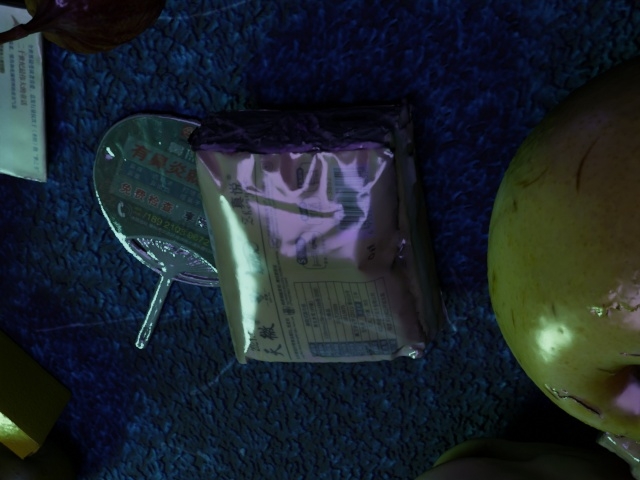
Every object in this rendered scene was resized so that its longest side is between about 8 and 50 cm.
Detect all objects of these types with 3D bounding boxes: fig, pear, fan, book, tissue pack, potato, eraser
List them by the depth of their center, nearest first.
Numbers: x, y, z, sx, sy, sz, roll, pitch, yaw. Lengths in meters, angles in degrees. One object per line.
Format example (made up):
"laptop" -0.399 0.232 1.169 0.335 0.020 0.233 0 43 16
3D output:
"pear" 0.310 0.008 1.399 0.348 0.348 0.348 8 125 12
"fig" -0.227 -0.222 1.486 0.134 0.201 0.146 16 121 19
"tissue pack" 0.000 0.000 1.604 0.215 0.123 0.256 -1 119 15
"book" -0.411 -0.174 1.681 0.289 0.026 0.201 11 124 11
"fan" -0.117 -0.004 1.713 0.223 0.012 0.294 0 123 15
"eraser" -0.349 0.171 1.852 0.122 0.097 0.045 43 124 -15
"potato" -0.367 0.296 1.885 0.157 0.194 0.157 6 118 12

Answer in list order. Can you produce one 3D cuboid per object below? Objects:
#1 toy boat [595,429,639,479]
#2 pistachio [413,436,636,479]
"toy boat" 0.315 0.153 1.574 0.061 0.188 0.116 32 128 6
"pistachio" 0.223 0.369 1.689 0.445 0.281 0.365 -39 90 34
